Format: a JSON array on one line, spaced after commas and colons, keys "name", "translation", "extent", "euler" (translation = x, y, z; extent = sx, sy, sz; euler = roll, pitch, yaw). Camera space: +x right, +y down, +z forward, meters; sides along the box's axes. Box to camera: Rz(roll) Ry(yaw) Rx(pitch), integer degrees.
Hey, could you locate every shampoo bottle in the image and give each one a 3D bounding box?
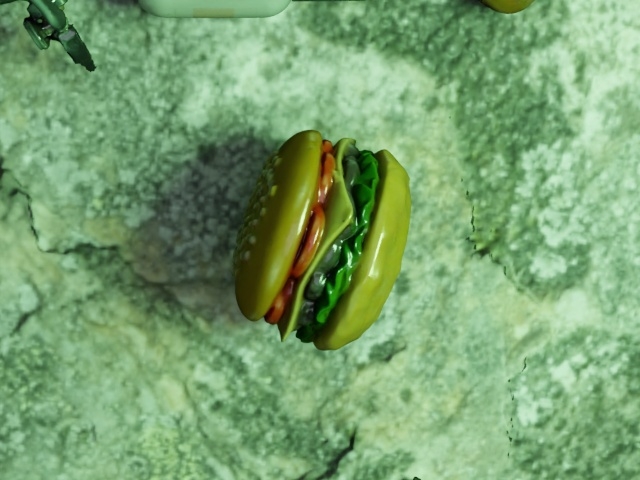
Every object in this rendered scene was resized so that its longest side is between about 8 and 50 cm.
[{"name": "shampoo bottle", "translation": [-0.034, -0.196, 0.913], "extent": [0.192, 0.074, 0.074], "euler": [-1, 105, -7]}]

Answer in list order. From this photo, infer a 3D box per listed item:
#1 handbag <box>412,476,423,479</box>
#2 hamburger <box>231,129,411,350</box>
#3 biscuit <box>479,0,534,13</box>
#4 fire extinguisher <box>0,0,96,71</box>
[{"name": "handbag", "translation": [0.193, 0.379, 1.055], "extent": [0.325, 0.162, 0.326], "euler": [7, 96, -11]}, {"name": "hamburger", "translation": [0.000, 0.000, 0.928], "extent": [0.115, 0.162, 0.162], "euler": [17, 103, -9]}, {"name": "biscuit", "translation": [0.142, -0.333, 0.900], "extent": [0.237, 0.062, 0.290], "euler": [39, 99, -14]}, {"name": "fire extinguisher", "translation": [-0.236, -0.238, 0.861], "extent": [0.093, 0.118, 0.294], "euler": [-32, 103, -3]}]
